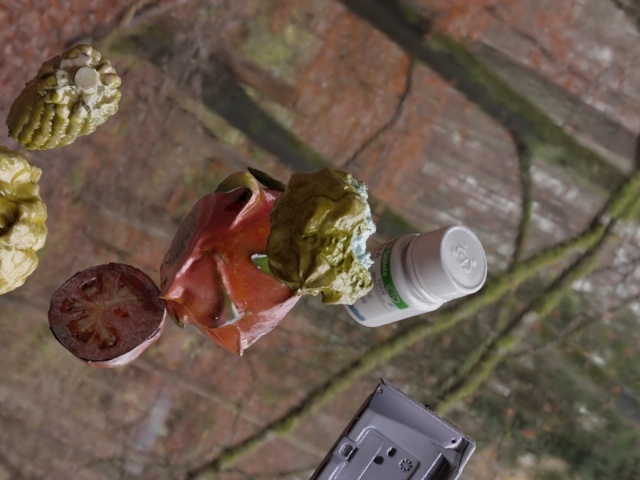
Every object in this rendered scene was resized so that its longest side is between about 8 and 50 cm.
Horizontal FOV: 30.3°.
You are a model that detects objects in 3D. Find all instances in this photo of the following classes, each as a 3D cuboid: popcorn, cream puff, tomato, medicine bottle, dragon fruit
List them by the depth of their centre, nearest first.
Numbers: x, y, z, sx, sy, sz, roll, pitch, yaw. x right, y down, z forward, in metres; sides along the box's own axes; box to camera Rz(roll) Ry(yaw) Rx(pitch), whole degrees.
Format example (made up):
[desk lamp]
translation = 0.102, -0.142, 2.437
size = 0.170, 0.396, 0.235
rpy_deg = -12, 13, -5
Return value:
[cream puff]
translation = 0.000, 0.001, 1.299
size = 0.156, 0.121, 0.156
rpy_deg = 3, 90, -88
[popcorn]
translation = -0.470, -0.035, 1.552
size = 0.190, 0.250, 0.250
rpy_deg = 119, -7, -63
[dragon fruit]
translation = -0.141, 0.024, 1.837
size = 0.290, 0.189, 0.291
rpy_deg = -46, -161, 21
[medicine bottle]
translation = 0.152, 0.057, 1.973
size = 0.237, 0.139, 0.139
rpy_deg = -21, -141, 46
[tomato]
translation = -0.399, 0.151, 2.219
size = 0.085, 0.225, 0.225
rpy_deg = 95, 13, -54

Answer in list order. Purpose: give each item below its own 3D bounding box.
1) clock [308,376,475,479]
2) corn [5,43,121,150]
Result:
[clock]
translation = 0.100, 0.364, 1.838
size = 0.253, 0.186, 0.083
rpy_deg = -56, -179, 7
[corn]
translation = -0.270, -0.142, 1.223
size = 0.288, 0.086, 0.087
rpy_deg = -7, -123, 65
